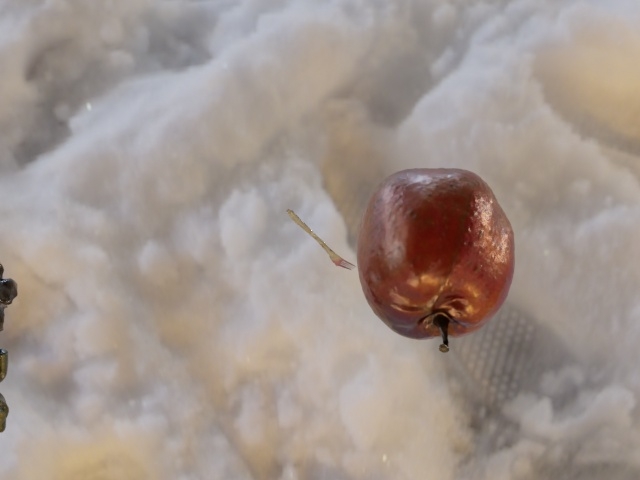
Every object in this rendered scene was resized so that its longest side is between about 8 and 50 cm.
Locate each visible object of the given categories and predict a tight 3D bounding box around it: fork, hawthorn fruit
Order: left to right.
[{"bbox_3d":[0.000,0.001,1.795,0.115,0.016,0.012,43,34,-18],"label":"fork"},{"bbox_3d":[0.111,0.029,1.412,0.156,0.157,0.194,0,54,0],"label":"hawthorn fruit"}]

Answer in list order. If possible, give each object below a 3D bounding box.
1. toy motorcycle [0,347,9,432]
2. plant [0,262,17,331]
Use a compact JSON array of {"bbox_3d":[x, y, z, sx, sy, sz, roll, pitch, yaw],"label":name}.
[{"bbox_3d":[-0.381,0.073,1.434,0.127,0.205,0.275,-5,33,-25],"label":"toy motorcycle"},{"bbox_3d":[-0.268,0.059,0.875,0.131,0.203,0.142,-27,86,-42],"label":"plant"}]
